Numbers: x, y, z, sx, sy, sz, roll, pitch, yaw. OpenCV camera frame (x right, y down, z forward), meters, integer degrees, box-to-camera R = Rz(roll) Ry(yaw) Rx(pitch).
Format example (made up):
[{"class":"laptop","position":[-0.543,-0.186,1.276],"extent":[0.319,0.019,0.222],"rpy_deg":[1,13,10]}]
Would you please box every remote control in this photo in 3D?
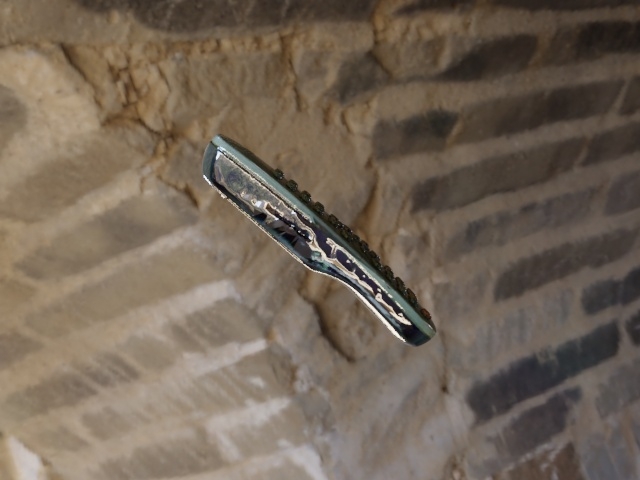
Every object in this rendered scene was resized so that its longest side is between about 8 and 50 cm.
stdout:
[{"class":"remote control","position":[0.000,0.000,0.681],"extent":[0.042,0.222,0.072],"rpy_deg":[-49,4,7]}]
